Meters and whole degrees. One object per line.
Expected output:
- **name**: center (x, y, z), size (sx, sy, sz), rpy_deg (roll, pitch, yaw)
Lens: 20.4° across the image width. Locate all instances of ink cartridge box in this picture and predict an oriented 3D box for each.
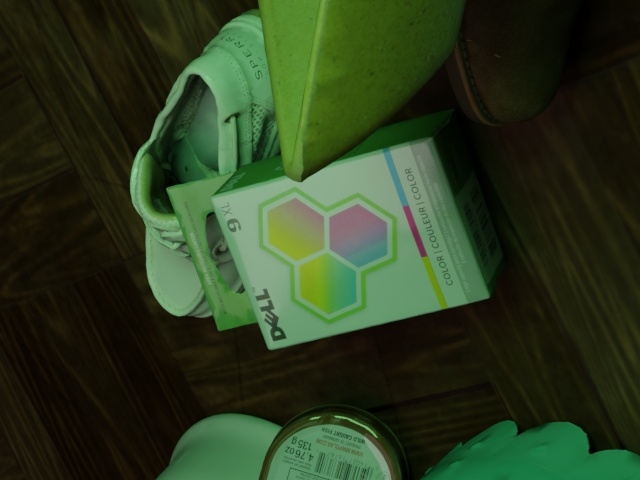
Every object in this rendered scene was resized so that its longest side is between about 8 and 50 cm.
- **ink cartridge box**: center (0.000, 0.000, 1.118), size (0.209, 0.062, 0.109), rpy_deg (-14, 107, 23)

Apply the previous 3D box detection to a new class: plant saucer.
- **plant saucer**: center (0.031, -0.247, 0.848), size (0.333, 0.081, 0.332), rpy_deg (-99, 16, -52)

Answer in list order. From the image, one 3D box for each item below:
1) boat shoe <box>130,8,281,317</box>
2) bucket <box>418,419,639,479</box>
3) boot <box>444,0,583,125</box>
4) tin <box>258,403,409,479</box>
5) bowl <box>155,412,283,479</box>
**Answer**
- **boat shoe**: center (-0.091, -0.038, 1.231), size (0.098, 0.096, 0.277), rpy_deg (41, 139, 22)
- **bucket**: center (0.122, 0.271, 1.141), size (0.281, 0.183, 0.281), rpy_deg (29, 134, 34)
- **boot**: center (0.135, -0.177, 0.894), size (0.115, 0.112, 0.305), rpy_deg (24, 130, 22)
- **tin**: center (-0.003, 0.211, 1.270), size (0.106, 0.040, 0.189), rpy_deg (17, 96, 11)
- **bowl**: center (-0.060, 0.296, 1.398), size (0.298, 0.134, 0.298), rpy_deg (27, 133, 34)
